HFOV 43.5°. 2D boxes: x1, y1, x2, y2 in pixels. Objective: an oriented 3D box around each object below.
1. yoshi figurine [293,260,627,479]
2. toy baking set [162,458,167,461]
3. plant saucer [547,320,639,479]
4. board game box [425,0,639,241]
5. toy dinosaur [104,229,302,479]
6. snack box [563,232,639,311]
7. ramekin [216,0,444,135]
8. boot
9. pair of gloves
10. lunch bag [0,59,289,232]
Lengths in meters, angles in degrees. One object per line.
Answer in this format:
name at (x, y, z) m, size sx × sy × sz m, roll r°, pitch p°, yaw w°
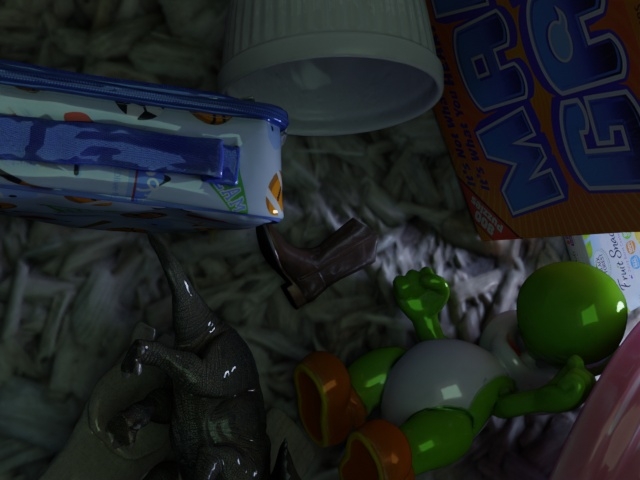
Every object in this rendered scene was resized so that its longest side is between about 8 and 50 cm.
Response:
yoshi figurine at (0.167, 0.114, 0.807) m, size 0.362 × 0.203 × 0.204 m, roll -16°, pitch 88°, yaw -26°
toy baking set at (-0.181, 0.315, 0.715) m, size 0.196 × 0.030 × 0.256 m, roll -31°, pitch 102°, yaw -35°
plant saucer at (0.328, 0.229, 0.829) m, size 0.332 × 0.084 × 0.332 m, roll -32°, pitch 134°, yaw -40°
board game box at (0.337, -0.231, 0.795) m, size 0.356 × 0.356 × 0.356 m, roll -24°, pitch 97°, yaw -22°
toy dinosaur at (-0.098, 0.148, 0.693) m, size 0.160 × 0.121 × 0.314 m, roll -8°, pitch 70°, yaw -59°
snack box at (0.351, 0.015, 0.967) m, size 0.100 × 0.037 × 0.141 m, roll -23°, pitch 97°, yaw -21°
ramekin at (0.008, -0.179, 0.743) m, size 0.207 × 0.207 × 0.109 m, roll 2°, pitch 79°, yaw -23°
boot at (0.000, 0.000, 0.819) m, size 0.114 × 0.037 × 0.106 m, roll -32°, pitch 113°, yaw -17°
pair of gloves at (-0.122, 0.212, 0.732) m, size 0.240 × 0.042 × 0.204 m, roll 43°, pitch 50°, yaw -21°
lunch bag at (-0.175, -0.070, 0.636) m, size 0.303 × 0.243 × 0.115 m, roll 4°, pitch 87°, yaw -22°
